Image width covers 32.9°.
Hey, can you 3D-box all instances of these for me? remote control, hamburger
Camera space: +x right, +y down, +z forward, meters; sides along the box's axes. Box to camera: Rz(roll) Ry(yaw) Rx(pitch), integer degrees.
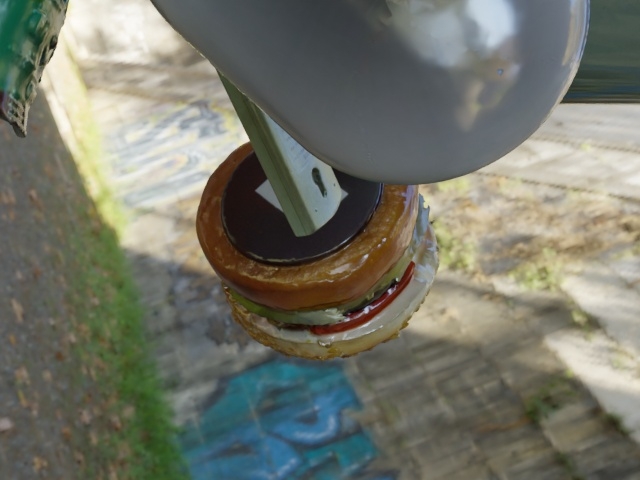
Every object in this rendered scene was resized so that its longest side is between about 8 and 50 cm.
[{"bbox_3d":[0.018,-0.182,0.700,0.332,0.221,0.103,44,7,13],"label":"remote control"},{"bbox_3d":[-0.044,-0.122,1.163,0.233,0.038,0.098,64,33,-22],"label":"remote control"},{"bbox_3d":[0.000,0.000,1.549,0.330,0.330,0.250,65,2,39],"label":"hamburger"}]

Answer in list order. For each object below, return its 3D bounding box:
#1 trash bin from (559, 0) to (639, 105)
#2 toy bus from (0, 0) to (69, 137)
[{"bbox_3d":[0.219,-0.248,0.950,0.280,0.432,0.280,-178,-90,-78],"label":"trash bin"},{"bbox_3d":[-0.361,-0.241,0.874,0.343,0.199,0.183,25,-5,-11],"label":"toy bus"}]
